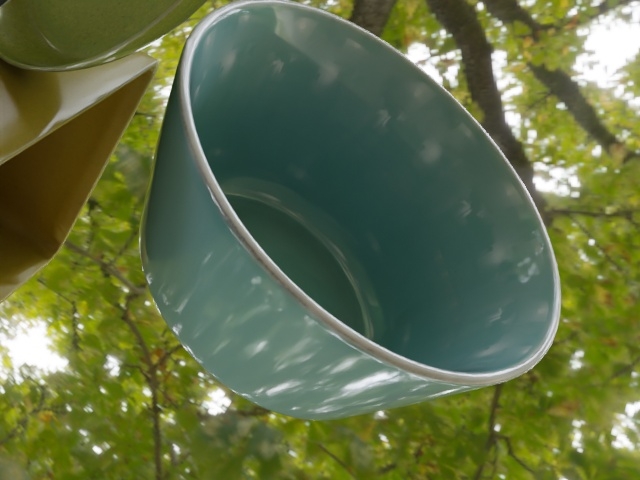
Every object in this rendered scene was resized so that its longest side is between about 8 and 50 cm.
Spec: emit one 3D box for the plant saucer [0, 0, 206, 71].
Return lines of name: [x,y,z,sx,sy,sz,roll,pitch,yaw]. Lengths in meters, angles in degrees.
plant saucer: [-0.114,-0.202,0.599,0.037,0.241,0.240,33,-102,-51]

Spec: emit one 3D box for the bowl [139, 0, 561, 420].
bowl: [0.000,0.000,0.691,0.312,0.163,0.311,25,-139,-24]

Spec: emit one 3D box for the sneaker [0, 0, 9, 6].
sneaker: [-0.251,-0.111,0.430,0.222,0.118,0.083,-9,-66,10]

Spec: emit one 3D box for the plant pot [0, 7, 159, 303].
plant pot: [-0.269,-0.066,0.653,0.187,0.212,0.212,37,-146,-1]
